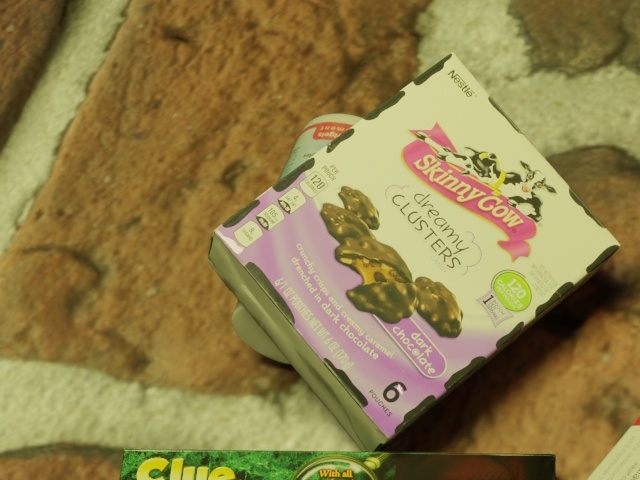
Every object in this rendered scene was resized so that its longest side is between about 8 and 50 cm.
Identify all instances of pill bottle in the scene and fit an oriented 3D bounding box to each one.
[{"bbox_3d":[0.000,0.000,1.206,0.087,0.087,0.160,4,53,27],"label":"pill bottle"}]

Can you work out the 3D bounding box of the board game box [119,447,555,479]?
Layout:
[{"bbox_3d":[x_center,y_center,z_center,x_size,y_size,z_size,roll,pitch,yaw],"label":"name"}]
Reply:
[{"bbox_3d":[0.005,0.182,1.041,0.259,0.030,0.136,0,52,7],"label":"board game box"}]

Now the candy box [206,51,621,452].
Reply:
[{"bbox_3d":[0.057,0.007,1.121,0.196,0.070,0.165,-38,81,-17],"label":"candy box"}]

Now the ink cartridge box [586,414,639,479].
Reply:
[{"bbox_3d":[0.235,0.147,0.983,0.150,0.063,0.109,27,65,40],"label":"ink cartridge box"}]
